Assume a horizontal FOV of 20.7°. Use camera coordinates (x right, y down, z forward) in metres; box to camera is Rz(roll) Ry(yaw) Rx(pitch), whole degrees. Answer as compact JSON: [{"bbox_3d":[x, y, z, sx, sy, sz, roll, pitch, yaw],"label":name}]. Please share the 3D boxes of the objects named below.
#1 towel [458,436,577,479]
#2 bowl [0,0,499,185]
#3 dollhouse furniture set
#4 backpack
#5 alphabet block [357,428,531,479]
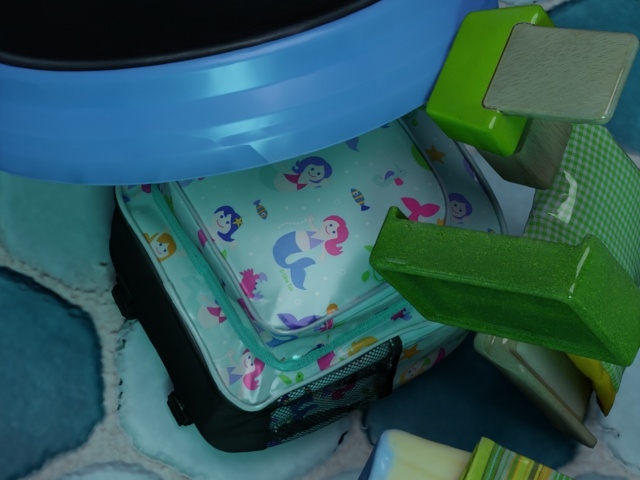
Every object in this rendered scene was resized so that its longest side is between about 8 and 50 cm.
[{"bbox_3d":[0.183,0.202,1.014,0.237,0.021,0.102,23,61,3],"label":"towel"},{"bbox_3d":[-0.074,-0.161,1.224,0.391,0.077,0.391,-10,27,5],"label":"bowl"},{"bbox_3d":[0.192,0.006,1.155,0.151,0.301,0.197,9,68,37],"label":"dollhouse furniture set"},{"bbox_3d":[0.000,0.000,1.222,0.253,0.191,0.225,-20,66,-25],"label":"backpack"},{"bbox_3d":[0.095,0.258,1.088,0.197,0.192,0.193,17,62,1],"label":"alphabet block"}]
